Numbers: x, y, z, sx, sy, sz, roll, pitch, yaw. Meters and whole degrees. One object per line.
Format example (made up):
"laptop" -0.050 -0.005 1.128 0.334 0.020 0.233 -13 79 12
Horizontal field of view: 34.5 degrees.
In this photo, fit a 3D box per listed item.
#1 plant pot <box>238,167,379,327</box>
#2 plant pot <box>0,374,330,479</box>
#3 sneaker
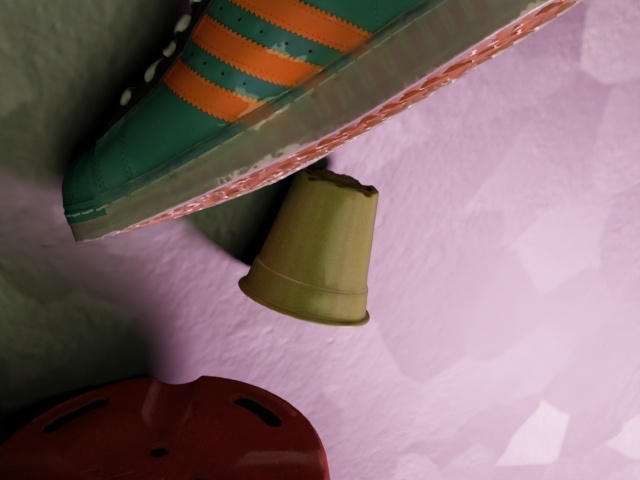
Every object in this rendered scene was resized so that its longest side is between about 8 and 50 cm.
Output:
"plant pot" 0.000 0.000 0.619 0.083 0.083 0.079 8 105 -29
"plant pot" -0.089 0.245 0.630 0.272 0.272 0.265 -13 117 -17
"sneaker" -0.020 -0.102 0.512 0.302 0.108 0.121 -27 88 21
